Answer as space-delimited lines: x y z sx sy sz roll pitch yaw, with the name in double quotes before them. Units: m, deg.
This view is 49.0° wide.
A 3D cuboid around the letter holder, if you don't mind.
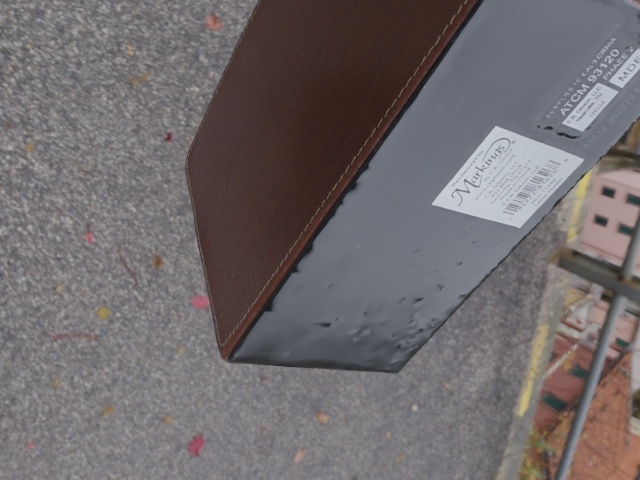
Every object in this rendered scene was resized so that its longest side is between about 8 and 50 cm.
"letter holder" 0.040 -0.086 0.476 0.152 0.214 0.302 10 131 -33
